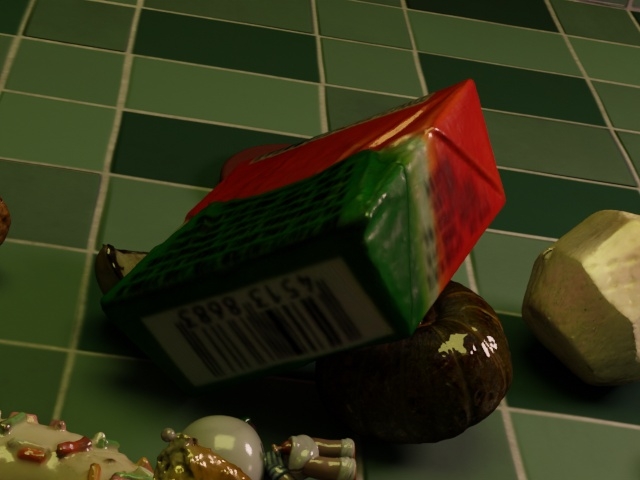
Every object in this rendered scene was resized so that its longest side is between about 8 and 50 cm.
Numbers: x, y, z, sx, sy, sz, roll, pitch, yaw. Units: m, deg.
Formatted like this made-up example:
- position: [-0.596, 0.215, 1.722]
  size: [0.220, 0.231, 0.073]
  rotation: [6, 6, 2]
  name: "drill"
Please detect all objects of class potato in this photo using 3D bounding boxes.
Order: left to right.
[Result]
- position: [-0.162, 0.079, 1.987]
  size: [0.261, 0.100, 0.120]
  rotation: [6, 61, -45]
  name: "potato"

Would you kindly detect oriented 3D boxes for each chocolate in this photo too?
- position: [0.000, 0.000, 1.859]
  size: [0.360, 0.161, 0.341]
  rotation: [-18, 19, 35]
  name: "chocolate"

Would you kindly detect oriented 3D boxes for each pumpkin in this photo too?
- position: [0.102, 0.139, 1.871]
  size: [0.219, 0.162, 0.219]
  rotation: [-13, 31, 8]
  name: "pumpkin"

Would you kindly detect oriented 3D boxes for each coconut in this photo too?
- position: [0.364, 0.062, 2.072]
  size: [0.197, 0.237, 0.237]
  rotation: [50, 33, 5]
  name: "coconut"

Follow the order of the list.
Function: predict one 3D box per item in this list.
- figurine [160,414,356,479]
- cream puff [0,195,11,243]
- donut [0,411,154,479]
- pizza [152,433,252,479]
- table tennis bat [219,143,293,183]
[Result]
- position: [-0.065, 0.224, 1.680]
  size: [0.197, 0.093, 0.147]
  rotation: [11, 33, -10]
  name: "figurine"
- position: [-0.478, -0.022, 1.984]
  size: [0.183, 0.183, 0.169]
  rotation: [26, 54, 30]
  name: "cream puff"
- position: [-0.270, 0.272, 1.434]
  size: [0.383, 0.142, 0.382]
  rotation: [10, 25, -5]
  name: "donut"
- position: [-0.068, 0.339, 1.366]
  size: [0.075, 0.280, 0.287]
  rotation: [-12, 43, 25]
  name: "pizza"
- position: [0.000, -0.047, 2.339]
  size: [0.268, 0.051, 0.414]
  rotation: [5, 24, -11]
  name: "table tennis bat"
